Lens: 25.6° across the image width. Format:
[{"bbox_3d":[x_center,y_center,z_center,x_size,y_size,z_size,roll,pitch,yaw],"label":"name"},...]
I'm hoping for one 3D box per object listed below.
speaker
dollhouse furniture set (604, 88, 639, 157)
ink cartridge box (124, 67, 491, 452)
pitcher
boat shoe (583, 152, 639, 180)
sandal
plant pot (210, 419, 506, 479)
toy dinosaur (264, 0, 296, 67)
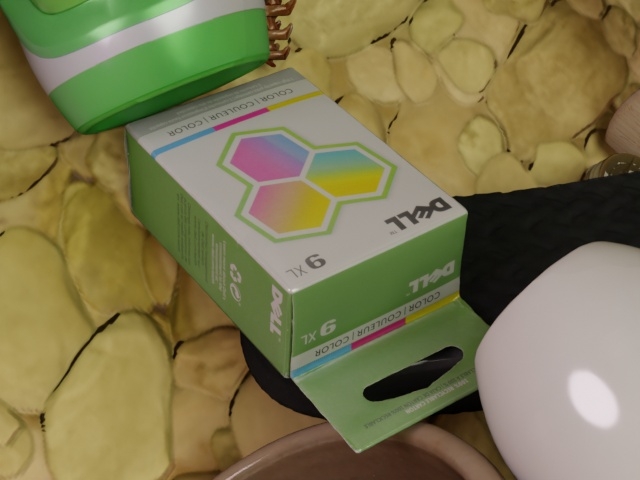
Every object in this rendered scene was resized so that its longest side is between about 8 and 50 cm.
[{"bbox_3d":[-0.130,-0.210,0.715,0.131,0.131,0.296,-23,93,-27],"label":"speaker"},{"bbox_3d":[0.324,-0.200,0.915,0.198,0.286,0.303,41,45,5],"label":"dollhouse furniture set"},{"bbox_3d":[0.000,0.000,0.711,0.109,0.209,0.062,-23,138,-28],"label":"ink cartridge box"},{"bbox_3d":[0.156,0.118,0.631,0.125,0.178,0.207,-21,61,-43],"label":"pitcher"},{"bbox_3d":[0.174,0.023,0.877,0.056,0.048,0.153,9,82,-13],"label":"boat shoe"},{"bbox_3d":[0.178,0.044,0.791,0.445,0.107,0.167,-1,42,-2],"label":"sandal"},{"bbox_3d":[0.038,0.255,0.677,0.229,0.263,0.263,50,64,-29],"label":"plant pot"},{"bbox_3d":[0.021,-0.267,0.794,0.218,0.164,0.322,15,119,-23],"label":"toy dinosaur"}]
